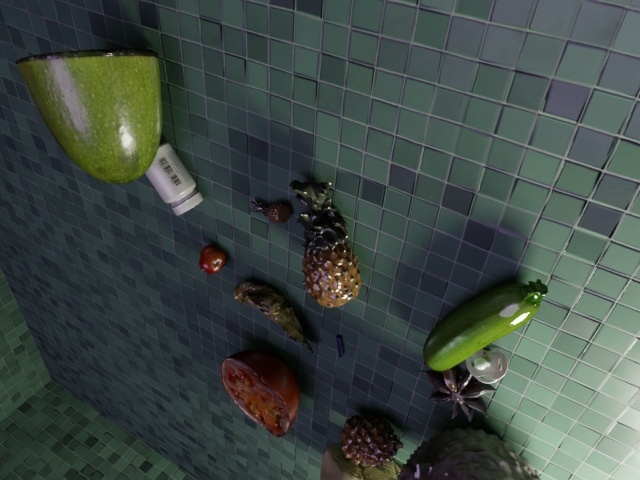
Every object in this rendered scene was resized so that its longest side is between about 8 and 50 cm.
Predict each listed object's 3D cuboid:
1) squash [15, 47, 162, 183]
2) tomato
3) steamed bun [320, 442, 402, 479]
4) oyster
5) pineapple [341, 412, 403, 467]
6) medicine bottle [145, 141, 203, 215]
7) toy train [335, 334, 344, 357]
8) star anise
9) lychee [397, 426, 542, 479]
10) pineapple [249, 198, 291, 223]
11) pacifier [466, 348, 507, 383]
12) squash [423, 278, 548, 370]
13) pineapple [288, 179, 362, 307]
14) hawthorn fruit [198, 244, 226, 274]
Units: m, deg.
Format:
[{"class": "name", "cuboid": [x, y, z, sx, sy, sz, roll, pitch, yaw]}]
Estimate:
[{"class": "squash", "cuboid": [-0.521, -0.280, 1.250, 0.310, 0.310, 0.309, 6, 108, 34]}, {"class": "tomato", "cuboid": [-0.182, 0.482, 1.764, 0.338, 0.143, 0.338, 24, 134, 27]}, {"class": "steamed bun", "cuboid": [0.139, 0.804, 1.687, 0.276, 0.289, 0.203, 42, 110, 56]}, {"class": "oyster", "cuboid": [-0.123, 0.223, 1.571, 0.294, 0.094, 0.166, 44, 157, -14]}, {"class": "pineapple", "cuboid": [0.162, 0.609, 1.602, 0.193, 0.166, 0.166, -3, 121, 28]}, {"class": "medicine bottle", "cuboid": [-0.412, -0.169, 1.450, 0.103, 0.103, 0.187, -16, 112, 44]}, {"class": "toy train", "cuboid": [0.058, 0.311, 1.539, 0.017, 0.017, 0.083, 7, 127, 25]}, {"class": "star anise", "cuboid": [0.347, 0.373, 1.336, 0.180, 0.061, 0.204, 44, 136, 10]}, {"class": "lychee", "cuboid": [0.386, 0.677, 1.331, 0.432, 0.380, 0.380, 35, 138, -9]}, {"class": "pineapple", "cuboid": [-0.132, -0.080, 1.358, 0.124, 0.058, 0.058, 20, 134, 43]}, {"class": "pacifier", "cuboid": [0.383, 0.293, 1.230, 0.099, 0.078, 0.081, 0, 79, 35]}, {"class": "squash", "cuboid": [0.342, 0.188, 1.162, 0.107, 0.107, 0.395, 41, 138, 2]}, {"class": "pineapple", "cuboid": [0.000, 0.000, 1.260, 0.170, 0.141, 0.310, 21, 131, 58]}, {"class": "hawthorn fruit", "cuboid": [-0.330, 0.061, 1.581, 0.093, 0.093, 0.093, 20, 133, 24]}]
